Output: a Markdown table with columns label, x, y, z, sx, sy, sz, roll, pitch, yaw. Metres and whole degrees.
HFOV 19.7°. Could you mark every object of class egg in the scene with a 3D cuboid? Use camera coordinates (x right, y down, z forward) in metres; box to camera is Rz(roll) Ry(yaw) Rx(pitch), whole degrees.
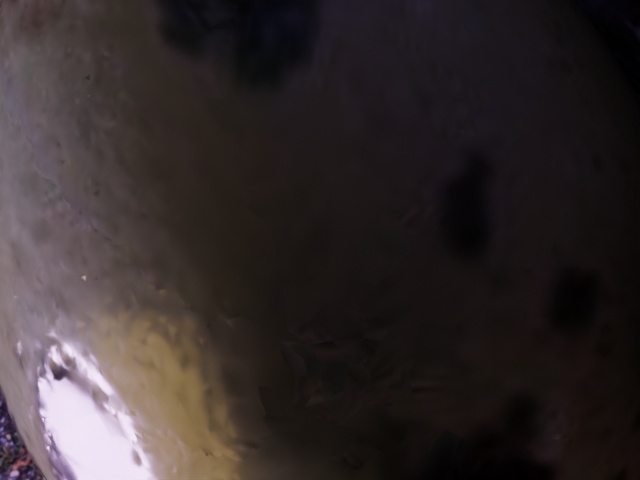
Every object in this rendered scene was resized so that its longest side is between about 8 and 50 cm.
| label | x | y | z | sx | sy | sz | roll | pitch | yaw |
| --- | --- | --- | --- | --- | --- | --- | --- | --- | --- |
| egg | 0.000 | 0.000 | 0.906 | 0.345 | 0.345 | 0.428 | 18 | 131 | 60 |
